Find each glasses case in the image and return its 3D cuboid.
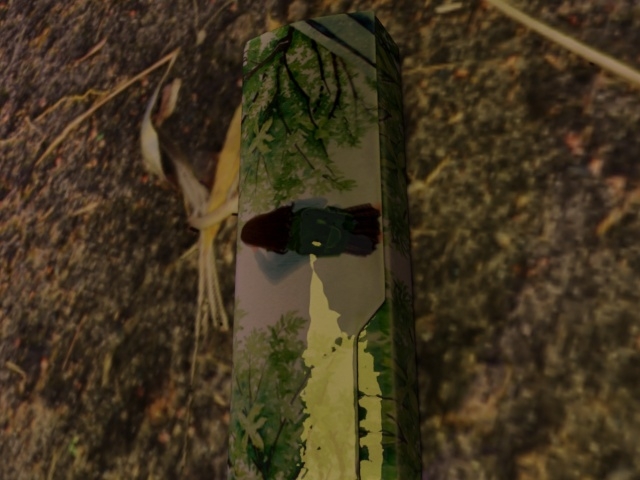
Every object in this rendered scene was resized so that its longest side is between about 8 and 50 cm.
[{"bbox_3d":[0.000,0.000,0.401,0.095,0.062,0.272,-10,68,23],"label":"glasses case"}]
